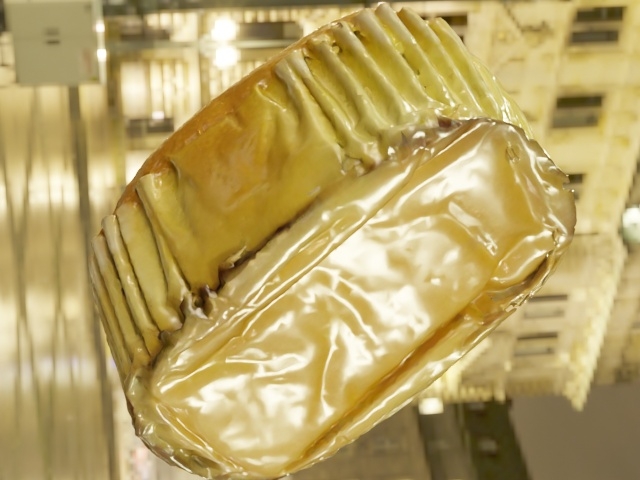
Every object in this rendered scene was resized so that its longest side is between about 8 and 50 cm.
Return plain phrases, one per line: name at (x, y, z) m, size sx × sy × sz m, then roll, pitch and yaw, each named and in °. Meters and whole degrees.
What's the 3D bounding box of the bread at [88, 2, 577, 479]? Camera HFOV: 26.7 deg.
bread at (0.000, 0.000, 0.540) m, size 0.132 × 0.190 × 0.114 m, roll 48°, pitch 10°, yaw -42°
